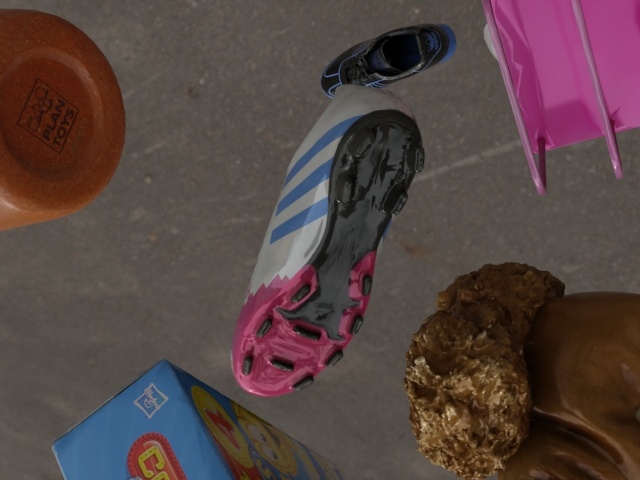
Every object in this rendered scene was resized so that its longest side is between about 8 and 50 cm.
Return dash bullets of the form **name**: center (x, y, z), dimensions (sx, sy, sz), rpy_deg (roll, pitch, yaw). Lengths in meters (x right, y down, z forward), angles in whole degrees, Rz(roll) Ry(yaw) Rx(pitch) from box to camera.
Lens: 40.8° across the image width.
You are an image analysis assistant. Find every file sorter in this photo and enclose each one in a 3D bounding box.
- **file sorter**: center (0.296, -0.175, 0.718), dimensions (0.291, 0.182, 0.202), rpy_deg (-14, 112, 20)

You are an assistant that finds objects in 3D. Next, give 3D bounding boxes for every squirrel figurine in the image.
- **squirrel figurine**: center (0.248, 0.232, 0.992), dimensions (0.397, 0.370, 0.281), rpy_deg (33, 153, -4)

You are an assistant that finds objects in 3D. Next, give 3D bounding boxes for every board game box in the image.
- **board game box**: center (0.004, 0.255, 0.533), dimensions (0.308, 0.086, 0.302), rpy_deg (53, -179, 33)

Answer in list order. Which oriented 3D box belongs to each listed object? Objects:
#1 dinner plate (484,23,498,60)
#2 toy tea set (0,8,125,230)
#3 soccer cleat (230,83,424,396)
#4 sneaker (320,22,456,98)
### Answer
- **dinner plate**: center (0.340, -0.329, 1.499), dimensions (0.141, 0.017, 0.141), rpy_deg (38, 165, 13)
- **toy tea set**: center (-0.198, -0.098, 0.265), dimensions (0.124, 0.200, 0.336), rpy_deg (1, 122, 35)
- **soccer cleat**: center (0.000, 0.000, 0.857), dimensions (0.116, 0.143, 0.331), rpy_deg (17, 112, -25)
- **sneaker**: center (0.078, -0.258, 1.243), dimensions (0.232, 0.090, 0.081), rpy_deg (-17, 93, 39)
